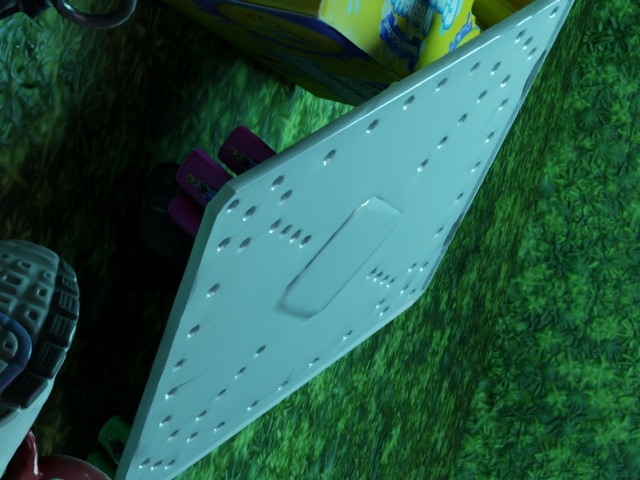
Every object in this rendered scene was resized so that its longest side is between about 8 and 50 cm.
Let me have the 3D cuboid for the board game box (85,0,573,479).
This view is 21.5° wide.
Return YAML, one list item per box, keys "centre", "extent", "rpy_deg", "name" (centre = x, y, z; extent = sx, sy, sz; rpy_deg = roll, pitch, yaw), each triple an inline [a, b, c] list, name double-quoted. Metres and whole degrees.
- centre: [0.000, 0.000, 1.298]
  extent: [0.390, 0.050, 0.390]
  rpy_deg: [-33, 158, -38]
  name: "board game box"

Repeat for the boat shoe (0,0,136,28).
- centre: [-0.136, -0.177, 0.696]
  extent: [0.500, 0.156, 0.186]
  rpy_deg: [-41, 142, -18]
  name: "boat shoe"

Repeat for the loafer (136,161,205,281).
- centre: [-0.085, -0.001, 1.335]
  extent: [0.223, 0.078, 0.076]
  rpy_deg: [61, 47, -67]
  name: "loafer"

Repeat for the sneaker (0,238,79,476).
- centre: [-0.236, 0.130, 0.992]
  extent: [0.297, 0.111, 0.129]
  rpy_deg: [-61, 175, -24]
  name: "sneaker"

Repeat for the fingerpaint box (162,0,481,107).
- centre: [0.043, -0.310, 1.311]
  extent: [0.445, 0.163, 0.371]
  rpy_deg: [17, 88, -71]
  name: "fingerpaint box"

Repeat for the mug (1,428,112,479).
- centre: [-0.221, 0.212, 1.115]
  extent: [0.113, 0.150, 0.169]
  rpy_deg: [-41, 176, 31]
  name: "mug"
